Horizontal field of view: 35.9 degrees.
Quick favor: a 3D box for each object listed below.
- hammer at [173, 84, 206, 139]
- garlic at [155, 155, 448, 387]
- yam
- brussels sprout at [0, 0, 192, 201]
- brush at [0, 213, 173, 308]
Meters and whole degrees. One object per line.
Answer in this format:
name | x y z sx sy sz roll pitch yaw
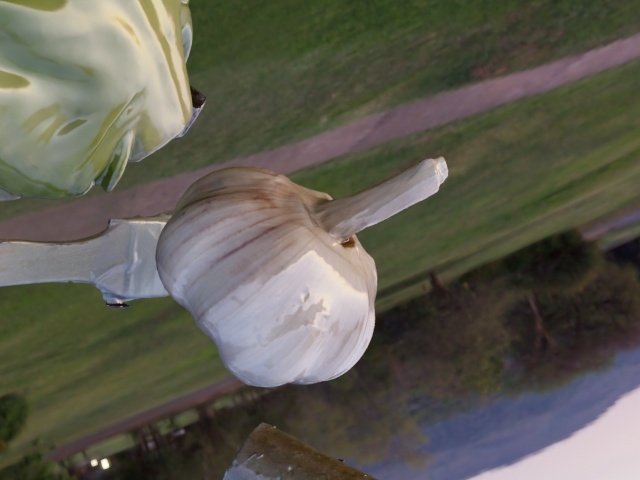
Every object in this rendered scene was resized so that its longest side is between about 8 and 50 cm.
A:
hammer | -0.262 -0.229 1.414 0.095 0.242 0.409 -54 -161 0
garlic | 0.000 0.000 0.768 0.226 0.199 0.199 -37 163 20
yam | 0.023 0.299 1.116 0.093 0.259 0.093 -62 170 -20
brussels sprout | -0.338 -0.234 0.864 0.425 0.342 0.361 -4 136 13
brush | -0.221 0.017 0.834 0.336 0.085 0.020 1 -173 -44
